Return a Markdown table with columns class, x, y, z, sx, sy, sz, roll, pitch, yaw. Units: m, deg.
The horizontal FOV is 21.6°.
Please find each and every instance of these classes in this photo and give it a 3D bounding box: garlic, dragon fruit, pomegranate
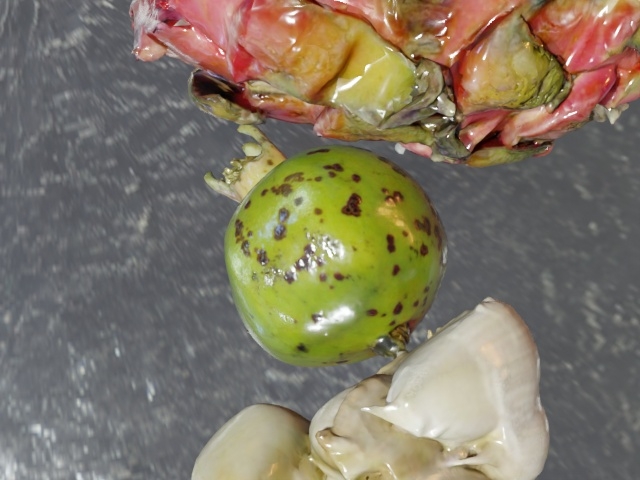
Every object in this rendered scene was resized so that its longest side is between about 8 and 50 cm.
| class | x | y | z | sx | sy | sz | roll | pitch | yaw |
| --- | --- | --- | --- | --- | --- | --- | --- | --- | --- |
| garlic | 0.031 | 0.172 | 1.077 | 0.281 | 0.203 | 0.185 | -26 | 85 | 9 |
| dragon fruit | 0.060 | -0.163 | 0.846 | 0.291 | 0.250 | 0.269 | 7 | 104 | -10 |
| pomegranate | -0.008 | 0.008 | 1.443 | 0.198 | 0.246 | 0.198 | -21 | 119 | -45 |
